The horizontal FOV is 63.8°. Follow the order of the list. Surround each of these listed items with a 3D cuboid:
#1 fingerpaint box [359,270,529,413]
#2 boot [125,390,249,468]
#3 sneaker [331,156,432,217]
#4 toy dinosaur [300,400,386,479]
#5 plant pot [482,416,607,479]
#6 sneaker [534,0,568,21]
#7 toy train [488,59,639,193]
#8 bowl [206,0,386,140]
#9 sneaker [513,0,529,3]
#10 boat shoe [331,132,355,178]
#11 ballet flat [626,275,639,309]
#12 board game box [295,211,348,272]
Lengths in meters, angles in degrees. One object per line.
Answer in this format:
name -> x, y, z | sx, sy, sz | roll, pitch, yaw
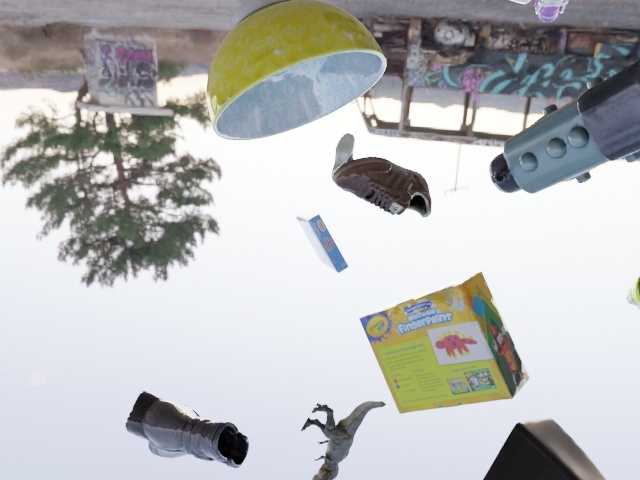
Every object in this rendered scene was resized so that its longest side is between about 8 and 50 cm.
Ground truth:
fingerpaint box -> 0.397, 0.351, 1.718 | 0.163, 0.371, 0.444 | -19, 173, -46
boot -> -0.255, 0.434, 1.104 | 0.222, 0.118, 0.338 | 14, 157, 13
sneaker -> 0.105, -0.077, 0.785 | 0.188, 0.066, 0.071 | 3, -123, -36
toy dinosaur -> 0.027, 0.397, 1.073 | 0.118, 0.268, 0.064 | 31, -156, 10
plant pot -> 0.464, 0.496, 1.050 | 0.188, 0.188, 0.167 | 14, -165, -43
sneaker -> 0.490, -0.509, 1.036 | 0.102, 0.161, 0.282 | 7, -137, 14
toy train -> 0.395, -0.161, 0.742 | 0.190, 0.142, 0.334 | -23, 177, -28
bowl -> -0.059, -0.286, 0.802 | 0.289, 0.156, 0.289 | -22, 177, -1
sneaker -> 0.390, -0.604, 1.206 | 0.237, 0.086, 0.085 | 14, -147, -19
boat shoe -> 0.061, -0.200, 1.249 | 0.046, 0.125, 0.038 | 24, -157, 29
ballet flat -> 0.790, 0.145, 1.241 | 0.230, 0.077, 0.077 | 28, 168, -30
board game box -> 0.000, 0.000, 1.408 | 0.039, 0.160, 0.211 | -31, -170, -8
